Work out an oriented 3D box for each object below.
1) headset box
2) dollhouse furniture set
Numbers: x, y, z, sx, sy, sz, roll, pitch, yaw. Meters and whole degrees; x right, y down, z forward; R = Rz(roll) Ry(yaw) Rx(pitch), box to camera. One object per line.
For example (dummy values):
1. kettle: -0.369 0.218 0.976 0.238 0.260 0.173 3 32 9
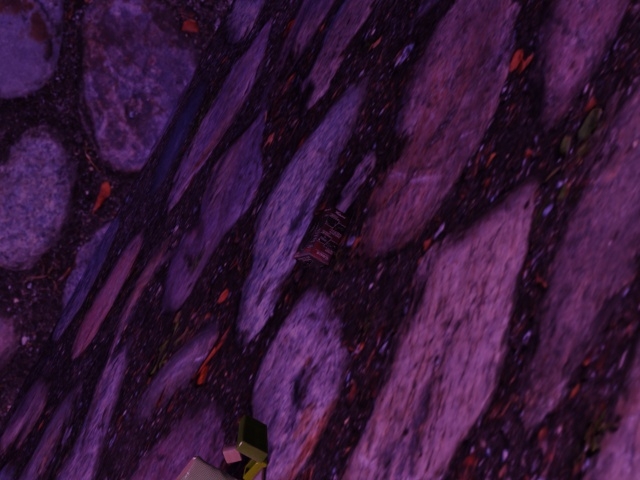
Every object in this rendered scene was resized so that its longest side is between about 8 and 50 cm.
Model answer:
1. headset box: 0.000 0.000 2.059 0.083 0.032 0.062 -63 17 -15
2. dollhouse furniture set: -0.115 0.285 1.841 0.152 0.076 0.058 -51 18 24
